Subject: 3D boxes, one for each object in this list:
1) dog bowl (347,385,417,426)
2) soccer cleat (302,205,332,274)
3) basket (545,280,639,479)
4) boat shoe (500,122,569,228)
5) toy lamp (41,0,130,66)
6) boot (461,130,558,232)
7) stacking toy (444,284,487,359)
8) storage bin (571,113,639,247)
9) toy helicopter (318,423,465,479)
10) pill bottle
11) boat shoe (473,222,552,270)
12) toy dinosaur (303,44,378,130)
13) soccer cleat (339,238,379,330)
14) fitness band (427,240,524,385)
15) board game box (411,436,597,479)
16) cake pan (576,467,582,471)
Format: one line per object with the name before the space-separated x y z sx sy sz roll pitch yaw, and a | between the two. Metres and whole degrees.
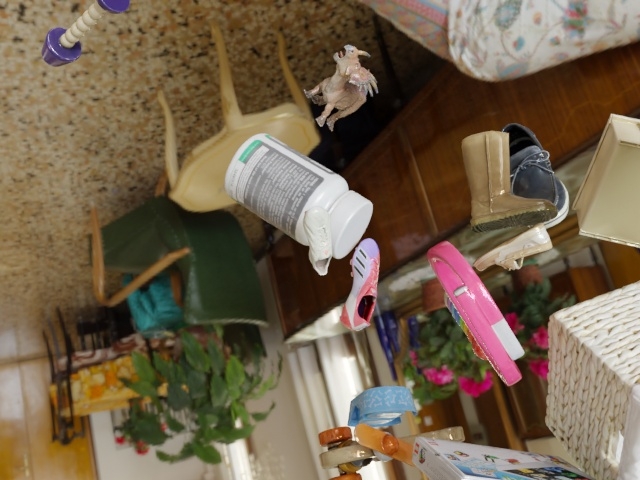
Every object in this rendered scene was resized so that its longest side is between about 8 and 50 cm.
dog bowl | 0.175 0.489 1.893 0.165 0.074 0.297 3 156 -12
soccer cleat | 0.000 0.000 1.507 0.068 0.076 0.196 -15 140 -9
basket | 0.609 0.272 1.167 0.331 0.266 0.329 -19 123 -13
boat shoe | 0.700 -0.226 2.190 0.186 0.500 0.156 -27 126 24
toy lamp | -0.488 -0.433 1.318 0.274 0.080 0.080 -17 166 40
boot | 0.495 -0.170 1.720 0.236 0.270 0.089 -8 157 24
stacking toy | 0.477 0.247 1.989 0.141 0.141 0.330 -17 -155 7
storage bin | 0.757 -0.122 1.487 0.260 0.123 0.262 13 128 7
toy helicopter | 0.171 0.474 1.499 0.354 0.140 0.235 -7 154 -12
pill bottle | -0.057 -0.115 1.702 0.204 0.361 0.204 -48 158 -26
boat shoe | 0.367 0.028 1.239 0.063 0.059 0.170 -24 171 -42
toy dinosaur | 0.074 -0.399 1.739 0.200 0.127 0.295 -29 175 13
soccer cleat | 0.116 0.108 1.627 0.083 0.248 0.095 30 156 -29
fitness band | 0.287 0.134 1.195 0.054 0.291 0.209 -31 -176 2
board game box | 0.335 0.413 1.122 0.305 0.053 0.193 12 180 -13
cake pan | 0.659 0.709 1.583 0.293 0.294 0.054 -11 166 -14
